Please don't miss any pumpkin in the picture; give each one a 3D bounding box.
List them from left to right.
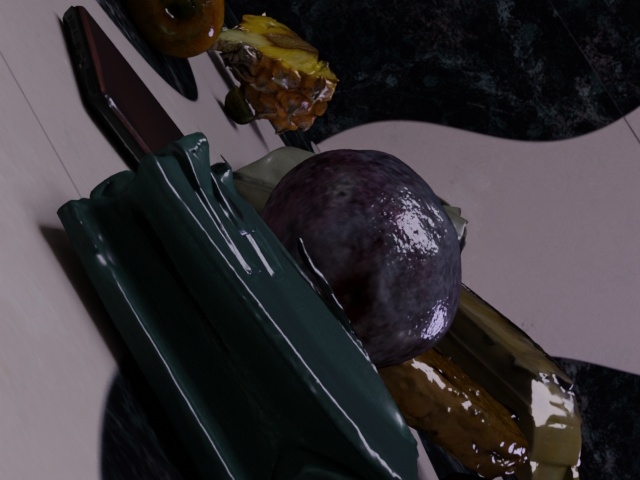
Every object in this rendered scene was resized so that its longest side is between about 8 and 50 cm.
[{"bbox_3d":[-0.109,-0.171,1.862,0.050,0.028,0.083,61,-4,2],"label":"pumpkin"}]

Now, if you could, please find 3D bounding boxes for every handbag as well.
[{"bbox_3d":[-0.031,0.061,0.831,0.238,0.089,0.326,58,4,3],"label":"handbag"},{"bbox_3d":[0.037,-0.033,1.595,0.253,0.109,0.316,19,3,2],"label":"handbag"}]

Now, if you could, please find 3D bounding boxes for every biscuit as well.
[{"bbox_3d":[0.082,0.131,1.413,0.296,0.075,0.296,40,3,-3],"label":"biscuit"}]

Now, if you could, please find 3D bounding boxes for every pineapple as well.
[{"bbox_3d":[-0.098,-0.241,2.150,0.164,0.140,0.250,-4,34,-39],"label":"pineapple"}]

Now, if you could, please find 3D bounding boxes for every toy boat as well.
[{"bbox_3d":[0.144,0.147,1.645,0.135,0.162,0.445,13,18,-36],"label":"toy boat"}]

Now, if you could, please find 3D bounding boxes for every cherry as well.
[{"bbox_3d":[0.031,0.019,1.203,0.195,0.195,0.195,58,5,-7],"label":"cherry"}]

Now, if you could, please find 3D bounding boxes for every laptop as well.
[{"bbox_3d":[-0.123,-0.068,1.077,0.207,0.026,0.154,54,9,-39],"label":"laptop"}]

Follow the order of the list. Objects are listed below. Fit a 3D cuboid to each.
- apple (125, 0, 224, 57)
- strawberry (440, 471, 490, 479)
[{"bbox_3d":[-0.150,-0.252,1.517,0.114,0.099,0.102,54,3,-15],"label":"apple"},{"bbox_3d":[0.147,0.276,1.377,0.106,0.106,0.106,58,5,-7],"label":"strawberry"}]
